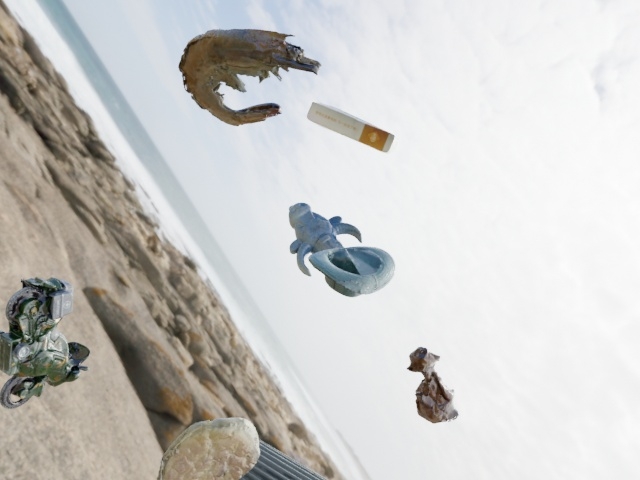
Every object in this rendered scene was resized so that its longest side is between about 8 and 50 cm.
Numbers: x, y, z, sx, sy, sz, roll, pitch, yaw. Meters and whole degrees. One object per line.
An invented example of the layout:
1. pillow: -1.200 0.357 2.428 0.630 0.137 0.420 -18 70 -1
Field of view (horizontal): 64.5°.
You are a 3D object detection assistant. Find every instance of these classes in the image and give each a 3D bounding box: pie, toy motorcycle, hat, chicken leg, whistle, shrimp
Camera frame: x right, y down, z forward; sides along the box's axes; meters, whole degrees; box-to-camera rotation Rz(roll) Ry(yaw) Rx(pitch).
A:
1. pie: -0.226 0.441 1.020 0.052 0.218 0.185 39 -24 52
2. toy motorcycle: -0.558 0.199 1.036 0.124 0.275 0.187 19 17 23
3. hat: 0.060 0.068 1.001 0.138 0.190 0.078 37 -55 44
4. chicken leg: 0.290 0.374 1.324 0.093 0.113 0.305 -106 177 -52
5. whistle: 0.000 0.000 1.277 0.269 0.180 0.093 46 -21 29
6. shrimp: -0.123 -0.269 0.862 0.058 0.253 0.173 -65 164 -53

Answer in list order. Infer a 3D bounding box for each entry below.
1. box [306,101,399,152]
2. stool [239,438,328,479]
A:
1. box: 0.059 -0.166 0.767 0.122 0.032 0.220 24 13 5
2. stool: -0.170 0.709 1.386 0.330 0.297 0.297 38 -7 -8
